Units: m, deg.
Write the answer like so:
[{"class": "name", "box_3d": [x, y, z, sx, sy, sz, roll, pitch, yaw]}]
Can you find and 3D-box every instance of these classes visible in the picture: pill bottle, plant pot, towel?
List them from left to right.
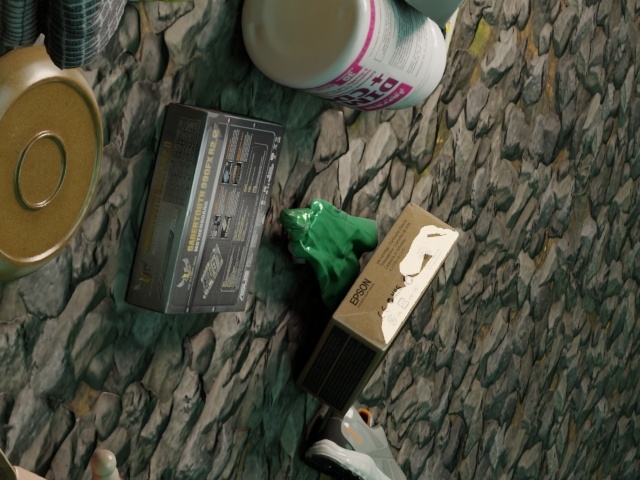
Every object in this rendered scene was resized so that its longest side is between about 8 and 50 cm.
[{"class": "plant pot", "box_3d": [-0.279, -0.070, 1.622, 0.236, 0.032, 0.236, -37, 135, -50]}, {"class": "towel", "box_3d": [-0.194, -0.309, 1.469, 0.235, 0.121, 0.284, 134, -24, -79]}, {"class": "pill bottle", "box_3d": [0.038, -0.241, 2.003, 0.283, 0.160, 0.160, 9, 96, -63]}]

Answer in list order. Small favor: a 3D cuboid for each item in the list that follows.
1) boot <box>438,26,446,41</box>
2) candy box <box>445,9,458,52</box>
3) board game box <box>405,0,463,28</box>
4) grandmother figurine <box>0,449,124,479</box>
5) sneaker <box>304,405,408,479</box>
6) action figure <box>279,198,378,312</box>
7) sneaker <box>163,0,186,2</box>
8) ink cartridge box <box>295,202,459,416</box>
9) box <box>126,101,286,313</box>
[{"class": "boot", "box_3d": [0.121, -0.248, 2.238, 0.099, 0.045, 0.121, -22, 129, -53]}, {"class": "candy box", "box_3d": [0.130, -0.288, 2.308, 0.206, 0.027, 0.105, 4, 100, -63]}, {"class": "board game box", "box_3d": [0.173, -0.395, 2.028, 0.224, 0.097, 0.303, -52, -171, 15]}, {"class": "grandmother figurine", "box_3d": [-0.283, 0.304, 1.750, 0.208, 0.104, 0.342, -42, 151, -3]}, {"class": "sneaker", "box_3d": [0.069, 0.310, 2.432, 0.271, 0.100, 0.108, 47, 57, -60]}, {"class": "action figure", "box_3d": [0.000, 0.000, 2.167, 0.137, 0.063, 0.232, -68, 157, -9]}, {"class": "sneaker", "box_3d": [-0.129, -0.285, 1.730, 0.208, 0.094, 0.081, -41, 136, -51]}, {"class": "ink cartridge box", "box_3d": [0.076, 0.093, 2.260, 0.235, 0.088, 0.193, -55, 175, -37]}, {"class": "box", "box_3d": [-0.128, -0.033, 1.908, 0.183, 0.056, 0.231, 2, 102, -62]}]
